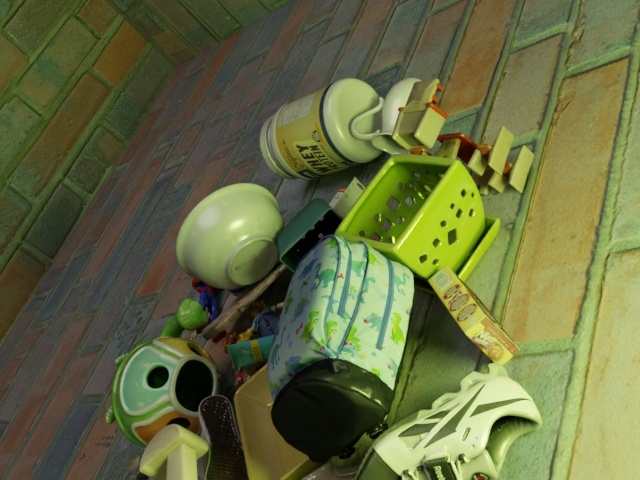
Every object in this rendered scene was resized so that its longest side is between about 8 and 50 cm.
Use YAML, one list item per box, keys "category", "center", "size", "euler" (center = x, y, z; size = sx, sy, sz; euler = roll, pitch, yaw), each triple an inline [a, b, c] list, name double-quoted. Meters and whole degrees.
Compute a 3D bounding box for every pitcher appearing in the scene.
- category: "pitcher"
  center: [0.186, -0.320, 2.077]
  size: [0.125, 0.177, 0.207]
  euler: [101, -168, -64]

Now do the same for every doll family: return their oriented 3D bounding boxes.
- category: "doll family"
  center: [-0.141, 0.218, 1.893]
  size: [0.263, 0.118, 0.163]
  euler: [-49, 28, -2]

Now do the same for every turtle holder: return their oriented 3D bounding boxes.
- category: "turtle holder"
  center: [-0.329, 0.324, 1.892]
  size: [0.227, 0.243, 0.320]
  euler: [-23, 23, 48]

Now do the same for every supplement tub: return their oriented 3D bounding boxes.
- category: "supplement tub"
  center: [0.006, -0.292, 2.220]
  size: [0.316, 0.228, 0.228]
  euler: [-14, 43, 46]

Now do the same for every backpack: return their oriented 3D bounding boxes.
- category: "backpack"
  center: [0.040, 0.163, 1.443]
  size: [0.355, 0.273, 0.290]
  euler: [-53, 1, -38]

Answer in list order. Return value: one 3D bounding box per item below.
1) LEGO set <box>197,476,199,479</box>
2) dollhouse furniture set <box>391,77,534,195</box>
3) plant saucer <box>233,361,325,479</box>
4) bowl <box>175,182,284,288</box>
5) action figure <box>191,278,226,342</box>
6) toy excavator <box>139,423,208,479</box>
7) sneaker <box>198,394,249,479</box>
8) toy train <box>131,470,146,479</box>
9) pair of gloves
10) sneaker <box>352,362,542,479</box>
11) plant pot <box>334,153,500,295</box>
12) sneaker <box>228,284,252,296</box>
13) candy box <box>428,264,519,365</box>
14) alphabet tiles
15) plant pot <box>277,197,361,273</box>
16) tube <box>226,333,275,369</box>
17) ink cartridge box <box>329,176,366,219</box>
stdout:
- category: "LEGO set"
  center: [-0.289, 0.551, 1.779]
  size: [0.054, 0.023, 0.083]
  euler: [-28, 34, 31]
- category: "dollhouse furniture set"
  center: [0.281, -0.209, 1.713]
  size: [0.262, 0.259, 0.135]
  euler: [4, 66, 53]
- category: "plant saucer"
  center: [-0.013, 0.324, 1.631]
  size: [0.332, 0.081, 0.333]
  euler: [-41, 29, 9]
- category: "bowl"
  center: [-0.196, 0.016, 2.018]
  size: [0.298, 0.298, 0.134]
  euler: [-47, 51, 1]
- category: "action figure"
  center: [-0.284, 0.139, 2.219]
  size: [0.139, 0.091, 0.280]
  euler: [-48, 29, 14]
- category: "toy excavator"
  center: [-0.309, 0.612, 1.496]
  size: [0.445, 0.222, 0.433]
  euler: [-53, 30, -4]
- category: "sneaker"
  center: [-0.193, 0.474, 1.701]
  size: [0.105, 0.123, 0.290]
  euler: [-6, 48, -10]
- category: "toy train"
  center: [-0.439, 0.578, 1.945]
  size: [0.036, 0.027, 0.158]
  euler: [-5, 49, 56]
- category: "pair of gloves"
  center: [0.086, 0.432, 1.396]
  size: [0.204, 0.042, 0.240]
  euler: [-42, 35, -3]
- category: "sneaker"
  center: [0.196, 0.334, 1.266]
  size: [0.330, 0.122, 0.146]
  euler: [-38, 35, -4]
- category: "plant pot"
  center: [0.206, -0.022, 1.633]
  size: [0.228, 0.207, 0.227]
  euler: [-54, 29, -11]
- category: "sneaker"
  center: [-0.189, 0.062, 2.197]
  size: [0.188, 0.078, 0.067]
  euler: [-52, 24, -10]
- category: "candy box"
  center: [0.270, 0.132, 1.455]
  size: [0.053, 0.109, 0.187]
  euler: [-43, 28, 7]
- category: "alphabet tiles"
  center: [-0.175, 0.140, 2.022]
  size: [0.278, 0.021, 0.284]
  euler: [-35, 9, 50]
- category: "plant pot"
  center: [0.000, 0.000, 1.941]
  size: [0.165, 0.165, 0.234]
  euler: [-44, 20, 6]
- category: "tube"
  center: [-0.096, 0.231, 1.783]
  size: [0.207, 0.080, 0.052]
  euler: [-14, 37, -3]
- category: "ink cartridge box"
  center: [0.067, -0.100, 2.068]
  size: [0.029, 0.063, 0.115]
  euler: [10, 61, 55]
